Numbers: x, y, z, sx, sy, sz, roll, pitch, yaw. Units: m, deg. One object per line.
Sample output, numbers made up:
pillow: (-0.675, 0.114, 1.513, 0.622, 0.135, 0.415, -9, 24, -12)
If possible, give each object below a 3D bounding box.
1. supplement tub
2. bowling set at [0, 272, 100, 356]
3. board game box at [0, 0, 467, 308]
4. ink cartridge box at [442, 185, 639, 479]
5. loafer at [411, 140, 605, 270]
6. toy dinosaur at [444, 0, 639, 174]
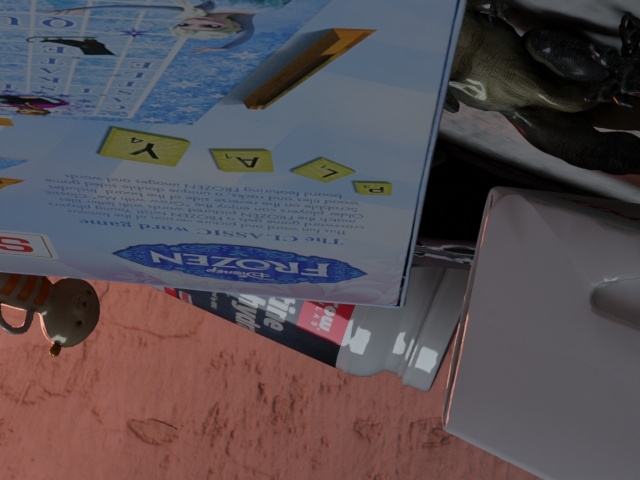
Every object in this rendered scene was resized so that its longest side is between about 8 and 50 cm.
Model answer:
supplement tub: (0.000, 0.000, 1.353, 0.272, 0.191, 0.191, 23, 178, 7)
bowling set: (-0.124, -0.072, 1.072, 0.199, 0.287, 0.154, -18, 139, 41)
board game box: (-0.122, -0.069, 0.426, 0.318, 0.066, 0.318, 6, 161, 0)
ink cartridge box: (0.223, 0.062, 0.710, 0.278, 0.117, 0.201, 5, -169, -42)
loafer: (0.097, -0.029, 1.147, 0.302, 0.109, 0.095, 16, 158, 13)
toy dinosaur: (0.109, -0.058, 0.672, 0.268, 0.064, 0.118, 19, -176, -34)
